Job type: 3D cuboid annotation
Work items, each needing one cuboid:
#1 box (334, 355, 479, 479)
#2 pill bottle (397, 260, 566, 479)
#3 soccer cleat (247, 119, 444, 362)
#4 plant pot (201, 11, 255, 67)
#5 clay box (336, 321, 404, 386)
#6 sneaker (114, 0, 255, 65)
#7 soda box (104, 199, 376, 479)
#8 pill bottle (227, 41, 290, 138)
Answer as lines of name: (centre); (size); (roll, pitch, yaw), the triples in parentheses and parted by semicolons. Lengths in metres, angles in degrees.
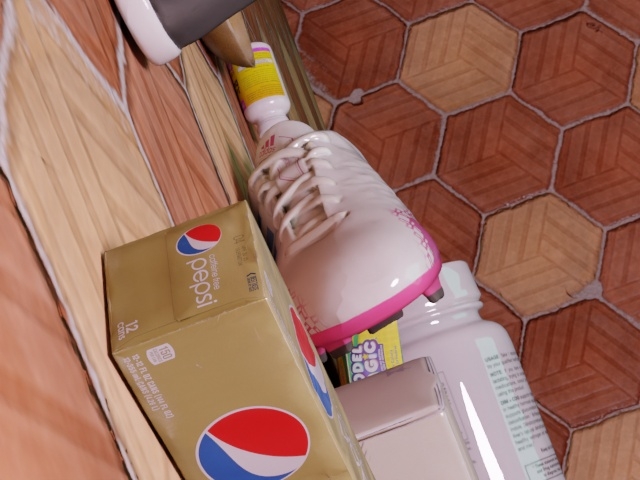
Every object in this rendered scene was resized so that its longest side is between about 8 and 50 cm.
box: (0.073, 0.217, 0.835); (0.113, 0.094, 0.275); (-91, 160, -80)
pill bottle: (0.130, 0.174, 1.383); (0.160, 0.160, 0.283); (49, 21, -79)
soccer cleat: (-0.003, -0.011, 0.970); (0.143, 0.116, 0.331); (61, -1, -6)
plant pot: (-0.111, -0.249, 1.179); (0.236, 0.032, 0.236); (-21, 90, -87)
clay box: (0.039, 0.097, 1.148); (0.222, 0.053, 0.127); (-102, -177, -72)
sneaker: (-0.073, -0.246, 0.833); (0.104, 0.147, 0.295); (59, 10, -61)
soda box: (-0.020, 0.077, 0.543); (0.061, 0.058, 0.181); (-106, 173, -53)
pill bottle: (-0.054, -0.135, 1.287); (0.043, 0.043, 0.083); (57, 13, -73)
